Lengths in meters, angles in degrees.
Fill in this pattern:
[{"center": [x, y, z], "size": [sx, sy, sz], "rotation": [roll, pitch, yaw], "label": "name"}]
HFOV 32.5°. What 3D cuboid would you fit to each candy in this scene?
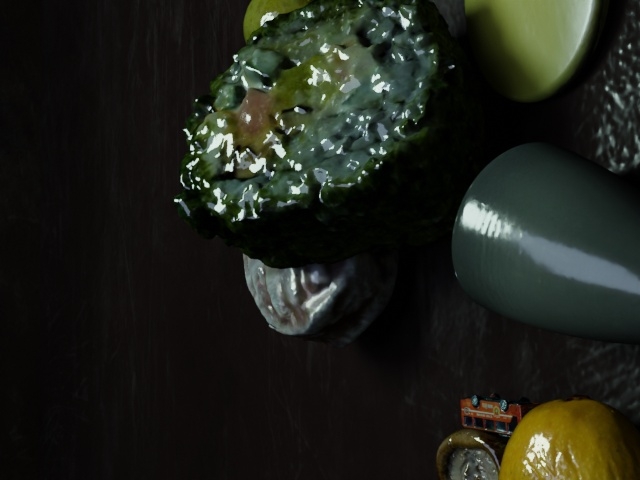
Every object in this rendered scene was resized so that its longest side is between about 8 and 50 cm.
[{"center": [0.000, 0.000, 1.439], "size": [0.214, 0.157, 0.289], "rotation": [-35, 50, 34], "label": "candy"}]

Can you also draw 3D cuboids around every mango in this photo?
[{"center": [0.251, 0.290, 1.009], "size": [0.177, 0.120, 0.294], "rotation": [-25, 67, 49], "label": "mango"}]

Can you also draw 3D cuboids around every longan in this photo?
[{"center": [-0.029, -0.307, 1.552], "size": [0.155, 0.176, 0.145], "rotation": [7, 137, 43], "label": "longan"}]

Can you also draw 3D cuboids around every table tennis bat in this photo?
[{"center": [0.215, -0.327, 1.199], "size": [0.224, 0.054, 0.368], "rotation": [-36, 61, 56], "label": "table tennis bat"}]

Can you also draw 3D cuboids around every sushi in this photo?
[{"center": [0.018, -0.132, 1.270], "size": [0.352, 0.178, 0.294], "rotation": [-14, 61, 25], "label": "sushi"}]

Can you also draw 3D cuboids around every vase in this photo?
[{"center": [0.277, 0.030, 0.953], "size": [0.321, 0.173, 0.173], "rotation": [27, 111, 52], "label": "vase"}]

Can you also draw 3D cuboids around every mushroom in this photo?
[{"center": [0.178, 0.261, 1.201], "size": [0.123, 0.052, 0.123], "rotation": [17, 112, 50], "label": "mushroom"}]

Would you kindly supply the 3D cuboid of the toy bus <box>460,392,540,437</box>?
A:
[{"center": [0.195, 0.191, 1.201], "size": [0.110, 0.031, 0.043], "rotation": [-5, 85, 62], "label": "toy bus"}]
